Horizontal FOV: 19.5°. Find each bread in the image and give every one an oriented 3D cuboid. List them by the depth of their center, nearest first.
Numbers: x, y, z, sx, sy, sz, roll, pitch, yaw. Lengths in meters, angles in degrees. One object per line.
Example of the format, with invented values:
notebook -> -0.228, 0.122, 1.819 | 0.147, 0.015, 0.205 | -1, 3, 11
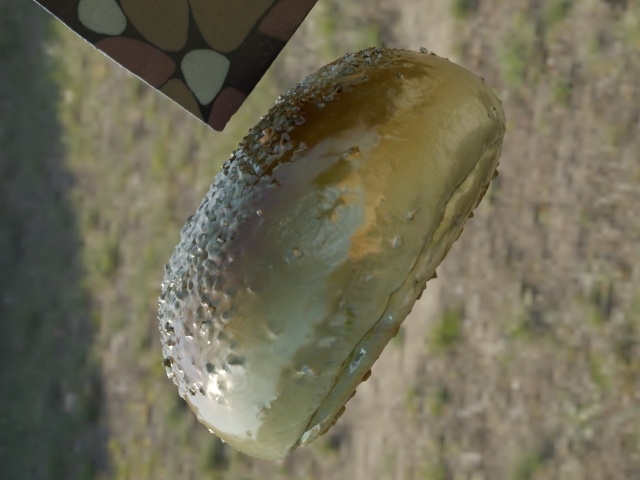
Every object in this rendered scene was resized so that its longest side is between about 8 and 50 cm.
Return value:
bread -> 0.000, 0.000, 1.243 | 0.305, 0.159, 0.305 | -58, -4, -7

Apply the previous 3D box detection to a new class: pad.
pad -> -0.056, -0.204, 1.182 | 0.235, 0.158, 0.003 | -53, 22, 5
